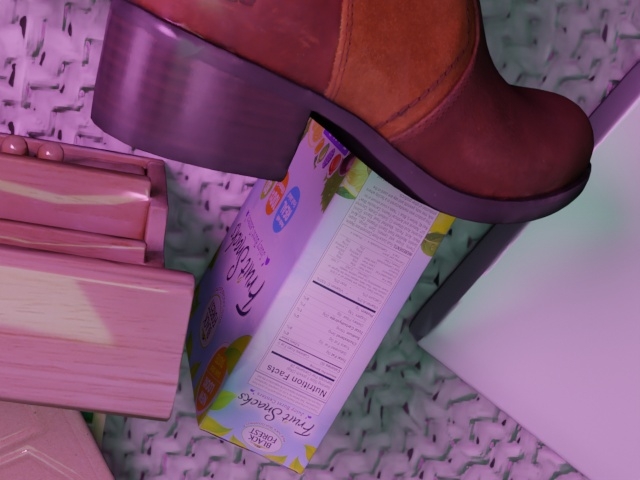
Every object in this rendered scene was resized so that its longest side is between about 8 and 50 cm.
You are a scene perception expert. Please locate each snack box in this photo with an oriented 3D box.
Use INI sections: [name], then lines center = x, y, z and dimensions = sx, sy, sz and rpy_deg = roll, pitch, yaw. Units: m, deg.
[snack box]
center = 0.000, 0.000, 0.718
dimensions = 0.070, 0.174, 0.207
rpy_deg = 26, 100, -16

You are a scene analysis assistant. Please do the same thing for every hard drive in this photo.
[hard drive]
center = 0.265, 0.078, 0.847
dimensions = 0.353, 0.047, 0.233
rpy_deg = 38, 97, -17

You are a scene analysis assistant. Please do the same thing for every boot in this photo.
[boot]
center = 0.057, -0.157, 0.506
dimensions = 0.264, 0.096, 0.280
rpy_deg = 10, 108, -32

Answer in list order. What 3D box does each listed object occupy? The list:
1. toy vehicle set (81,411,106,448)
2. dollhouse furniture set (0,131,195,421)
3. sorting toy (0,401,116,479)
[toy vehicle set]
center = -0.224, 0.138, 0.796
dimensions = 0.166, 0.035, 0.267
rpy_deg = 8, 104, -11
[dollhouse furniture set]
center = -0.129, -0.151, 0.616
dimensions = 0.362, 0.256, 0.394
rpy_deg = 9, 104, -11
[sorting toy]
center = -0.231, 0.141, 0.761
dimensions = 0.193, 0.038, 0.208
rpy_deg = -24, 103, -1
